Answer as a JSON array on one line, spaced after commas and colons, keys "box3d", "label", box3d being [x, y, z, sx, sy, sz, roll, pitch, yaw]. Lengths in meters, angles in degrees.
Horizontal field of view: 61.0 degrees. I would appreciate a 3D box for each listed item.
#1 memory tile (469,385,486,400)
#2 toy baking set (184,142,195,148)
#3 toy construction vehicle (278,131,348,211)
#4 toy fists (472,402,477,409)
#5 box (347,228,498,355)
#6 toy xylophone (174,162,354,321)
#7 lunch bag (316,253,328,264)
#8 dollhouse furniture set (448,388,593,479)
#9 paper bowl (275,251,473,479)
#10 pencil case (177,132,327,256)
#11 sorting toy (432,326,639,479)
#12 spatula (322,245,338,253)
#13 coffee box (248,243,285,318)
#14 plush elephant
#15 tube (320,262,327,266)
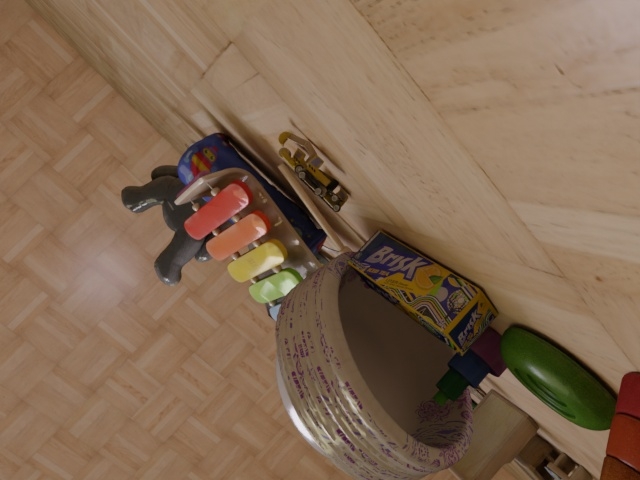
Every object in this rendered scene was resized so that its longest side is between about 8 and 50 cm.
[{"box3d": [0.313, 0.307, 1.188, 0.113, 0.012, 0.148, 47, 174, -24], "label": "memory tile"}, {"box3d": [-0.317, -0.216, 1.676, 0.256, 0.030, 0.196, 38, 169, 39], "label": "toy baking set"}, {"box3d": [-0.006, -0.077, 0.608, 0.098, 0.035, 0.086, 46, -175, 4], "label": "toy construction vehicle"}, {"box3d": [0.346, 0.439, 1.500, 0.279, 0.096, 0.142, 43, 161, 20], "label": "toy fists"}, {"box3d": [0.105, 0.051, 0.595, 0.054, 0.059, 0.169, 48, 172, -37], "label": "box"}, {"box3d": [-0.081, 0.008, 0.859, 0.322, 0.081, 0.236, 48, 141, -3], "label": "toy xylophone"}, {"box3d": [-0.069, 0.049, 1.500, 0.219, 0.090, 0.176, 42, 160, 8], "label": "lunch bag"}, {"box3d": [0.353, 0.421, 1.004, 0.242, 0.161, 0.212, 47, 173, -26], "label": "dollhouse furniture set"}, {"box3d": [0.055, 0.167, 0.700, 0.284, 0.148, 0.284, 37, -146, -30], "label": "paper bowl"}, {"box3d": [-0.124, -0.066, 1.004, 0.306, 0.119, 0.133, 43, 173, 7], "label": "pencil case"}, {"box3d": [0.199, 0.170, 0.494, 0.127, 0.126, 0.365, 45, 173, -12], "label": "sorting toy"}, {"box3d": [0.000, 0.000, 1.063, 0.296, 0.030, 0.084, 43, 173, 8], "label": "spatula"}, {"box3d": [-0.116, 0.117, 1.704, 0.168, 0.119, 0.297, 52, -167, -54], "label": "coffee box"}, {"box3d": [-0.281, -0.089, 1.367, 0.272, 0.330, 0.255, 56, -161, 11], "label": "plush elephant"}, {"box3d": [-0.018, 0.080, 1.334, 0.062, 0.070, 0.240, 18, 174, -35], "label": "tube"}]
